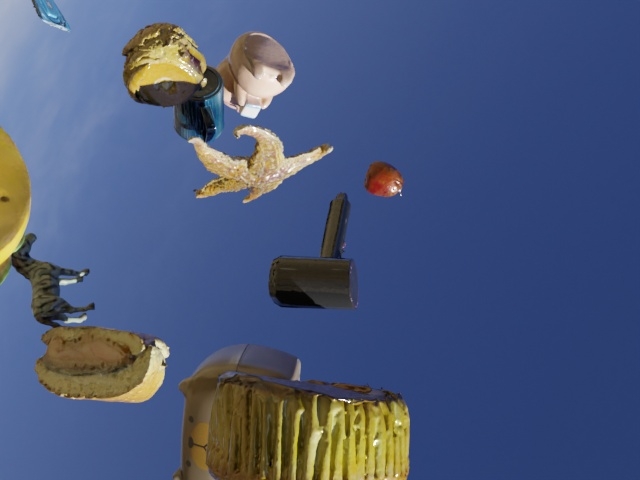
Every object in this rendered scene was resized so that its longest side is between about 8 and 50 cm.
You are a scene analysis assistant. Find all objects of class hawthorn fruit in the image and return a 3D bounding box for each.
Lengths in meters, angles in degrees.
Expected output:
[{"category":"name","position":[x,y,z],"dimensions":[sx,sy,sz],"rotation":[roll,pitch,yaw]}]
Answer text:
[{"category":"hawthorn fruit","position":[0.149,-0.136,1.744],"dimensions":[0.081,0.093,0.081],"rotation":[20,90,-82]}]

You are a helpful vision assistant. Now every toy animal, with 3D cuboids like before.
[{"category":"toy animal","position":[-0.186,-0.439,2.065],"dimensions":[0.256,0.195,0.213],"rotation":[-39,-129,47]},{"category":"toy animal","position":[-0.647,0.100,1.859],"dimensions":[0.255,0.170,0.090],"rotation":[56,-46,20]}]

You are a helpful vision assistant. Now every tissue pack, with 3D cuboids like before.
[{"category":"tissue pack","position":[-0.201,0.455,1.864],"dimensions":[0.267,0.276,0.387],"rotation":[-61,159,-75]}]

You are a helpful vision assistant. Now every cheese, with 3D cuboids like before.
[{"category":"cheese","position":[-0.525,-0.490,1.358],"dimensions":[0.052,0.245,0.135],"rotation":[-27,-177,10]}]

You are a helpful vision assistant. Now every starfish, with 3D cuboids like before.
[{"category":"starfish","position":[-0.137,-0.130,1.451],"dimensions":[0.302,0.299,0.060],"rotation":[-41,-122,54]}]

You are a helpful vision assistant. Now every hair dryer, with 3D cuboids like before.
[{"category":"hair dryer","position":[0.002,0.000,1.080],"dimensions":[0.114,0.071,0.248],"rotation":[1,-141,7]}]

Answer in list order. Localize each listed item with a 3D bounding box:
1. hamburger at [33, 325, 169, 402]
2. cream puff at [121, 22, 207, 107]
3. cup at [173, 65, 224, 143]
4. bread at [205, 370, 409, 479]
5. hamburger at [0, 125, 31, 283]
[{"category":"hamburger","position":[-0.454,0.282,1.714],"dimensions":[0.329,0.209,0.162],"rotation":[-5,-108,28]},{"category":"cream puff","position":[-0.226,-0.258,1.101],"dimensions":[0.133,0.119,0.104],"rotation":[94,-9,-55]},{"category":"cup","position":[-0.253,-0.290,1.662],"dimensions":[0.113,0.150,0.138],"rotation":[-44,163,-27]},{"category":"bread","position":[-0.014,0.242,0.956],"dimensions":[0.227,0.253,0.143],"rotation":[-7,-106,39]},{"category":"hamburger","position":[-0.742,-0.058,1.412],"dimensions":[0.277,0.395,0.396],"rotation":[-34,-139,45]}]
